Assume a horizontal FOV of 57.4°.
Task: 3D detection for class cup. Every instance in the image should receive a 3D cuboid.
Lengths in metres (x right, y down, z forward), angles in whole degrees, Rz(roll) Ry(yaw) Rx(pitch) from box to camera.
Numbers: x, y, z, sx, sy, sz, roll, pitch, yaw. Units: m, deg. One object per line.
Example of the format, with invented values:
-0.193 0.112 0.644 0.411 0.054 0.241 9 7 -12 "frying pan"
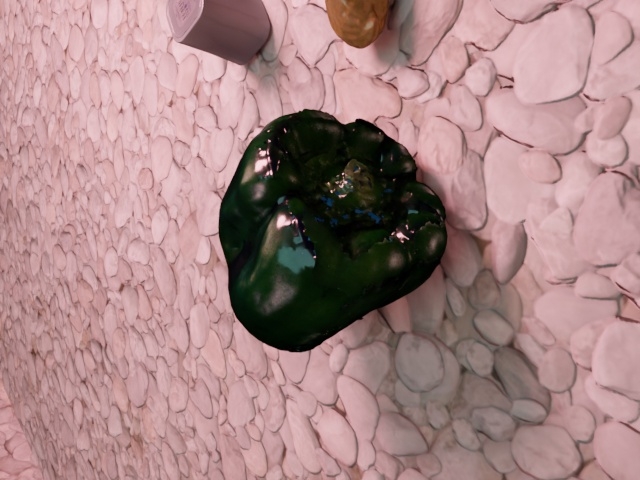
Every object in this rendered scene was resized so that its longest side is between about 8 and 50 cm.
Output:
-0.159 -0.350 0.895 0.095 0.129 0.128 -34 66 37 "cup"

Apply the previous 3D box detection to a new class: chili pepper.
0.000 0.000 0.700 0.257 0.233 0.249 -47 45 49 "chili pepper"

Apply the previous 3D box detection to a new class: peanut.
0.033 -0.329 0.716 0.093 0.083 0.194 -11 85 34 "peanut"
